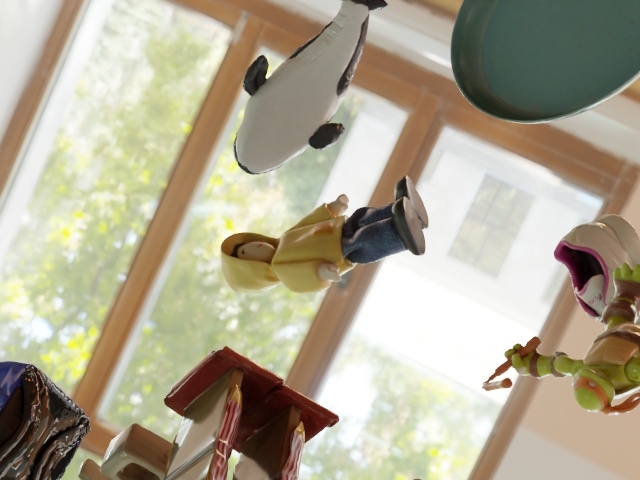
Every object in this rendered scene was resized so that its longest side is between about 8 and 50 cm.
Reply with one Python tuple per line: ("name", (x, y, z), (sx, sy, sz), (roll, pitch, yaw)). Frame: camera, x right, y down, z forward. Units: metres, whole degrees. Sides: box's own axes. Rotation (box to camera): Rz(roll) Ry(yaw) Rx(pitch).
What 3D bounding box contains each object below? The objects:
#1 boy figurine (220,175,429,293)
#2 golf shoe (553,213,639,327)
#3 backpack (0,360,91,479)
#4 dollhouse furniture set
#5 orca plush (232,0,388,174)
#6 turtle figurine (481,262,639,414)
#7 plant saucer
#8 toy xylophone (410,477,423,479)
("boy figurine", (0.000, 0.000, 1.482), (0.092, 0.285, 0.177), (61, -153, -31))
("golf shoe", (0.448, 0.109, 1.670), (0.140, 0.115, 0.306), (-11, -114, -36))
("backpack", (-0.258, 0.169, 0.895), (0.101, 0.120, 0.098), (-4, 139, 38))
("dollhouse furniture set", (-0.161, 0.297, 1.155), (0.152, 0.374, 0.201), (36, -144, -18))
("orca plush", (-0.031, -0.219, 1.502), (0.151, 0.287, 0.102), (19, -176, -18))
("turtle figurine", (0.304, 0.103, 1.082), (0.270, 0.217, 0.087), (-15, 109, 47))
("plant saucer", (0.300, -0.271, 1.346), (0.044, 0.317, 0.318), (34, 179, -43))
("toy xylophone", (0.143, 0.367, 1.304), (0.322, 0.236, 0.081), (71, 179, -55))
